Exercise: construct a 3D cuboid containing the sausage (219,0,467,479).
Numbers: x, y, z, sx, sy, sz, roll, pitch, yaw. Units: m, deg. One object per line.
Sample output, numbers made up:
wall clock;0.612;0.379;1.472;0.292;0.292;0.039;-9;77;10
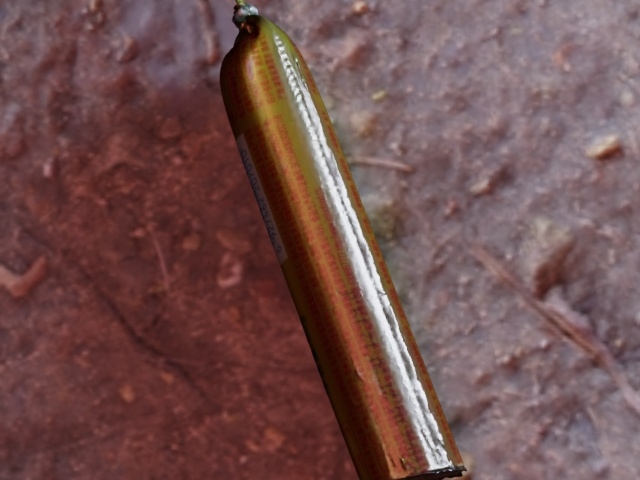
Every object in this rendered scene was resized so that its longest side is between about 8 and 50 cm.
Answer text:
sausage;0.000;0.000;1.330;0.082;0.082;0.372;-23;77;12
